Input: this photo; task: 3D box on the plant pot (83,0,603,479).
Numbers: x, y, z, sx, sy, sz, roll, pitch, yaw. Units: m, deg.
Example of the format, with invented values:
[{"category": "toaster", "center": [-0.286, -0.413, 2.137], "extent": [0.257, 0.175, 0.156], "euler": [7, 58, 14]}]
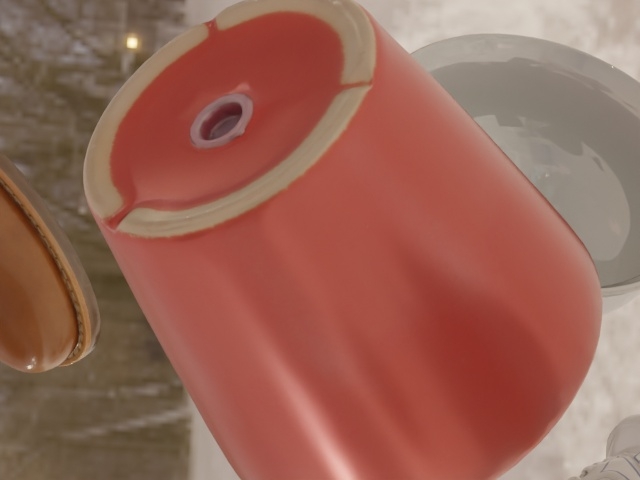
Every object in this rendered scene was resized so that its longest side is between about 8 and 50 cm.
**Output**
[{"category": "plant pot", "center": [0.000, 0.000, 1.045], "extent": [0.243, 0.274, 0.275], "euler": [53, -157, -39]}]

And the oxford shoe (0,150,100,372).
[{"category": "oxford shoe", "center": [-0.168, -0.019, 0.611], "extent": [0.076, 0.212, 0.076], "euler": [-32, 19, 43]}]

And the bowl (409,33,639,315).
[{"category": "bowl", "center": [0.169, -0.030, 1.463], "extent": [0.134, 0.297, 0.298], "euler": [108, 166, -46]}]

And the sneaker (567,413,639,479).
[{"category": "sneaker", "center": [0.249, 0.211, 1.381], "extent": [0.297, 0.129, 0.111], "euler": [-74, -8, -73]}]
